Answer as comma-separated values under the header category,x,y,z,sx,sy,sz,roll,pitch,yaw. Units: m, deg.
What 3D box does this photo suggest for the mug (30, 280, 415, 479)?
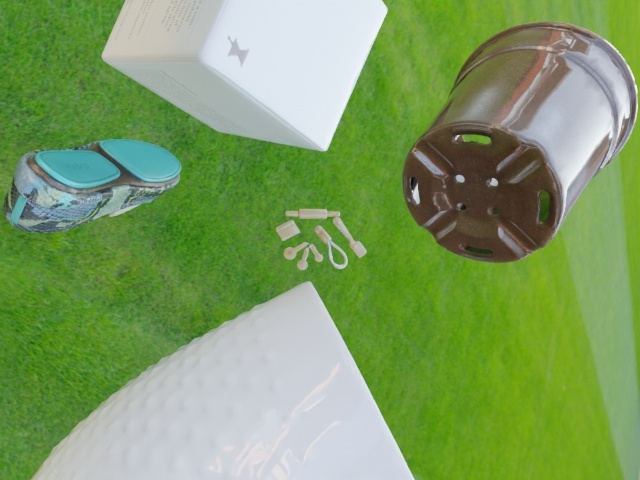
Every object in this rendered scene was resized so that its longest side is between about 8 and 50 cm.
category,x,y,z,sx,sy,sz,roll,pitch,yaw
mug,-0.079,0.256,0.404,0.327,0.374,0.276,-27,122,-4

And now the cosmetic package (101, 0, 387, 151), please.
category,x,y,z,sx,sy,sz,roll,pitch,yaw
cosmetic package,-0.155,-0.414,0.934,0.327,0.393,0.330,27,85,-48

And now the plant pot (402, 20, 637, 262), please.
category,x,y,z,sx,sy,sz,roll,pitch,yaw
plant pot,0.163,-0.077,0.402,0.165,0.166,0.167,-47,129,-37

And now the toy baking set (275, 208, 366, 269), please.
category,x,y,z,sx,sy,sz,roll,pitch,yaw
toy baking set,-0.002,-0.006,1.356,0.030,0.256,0.197,97,-12,-66

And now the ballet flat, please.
category,x,y,z,sx,sy,sz,roll,pitch,yaw
ballet flat,-0.182,-0.046,0.386,0.188,0.070,0.070,-46,135,-75
